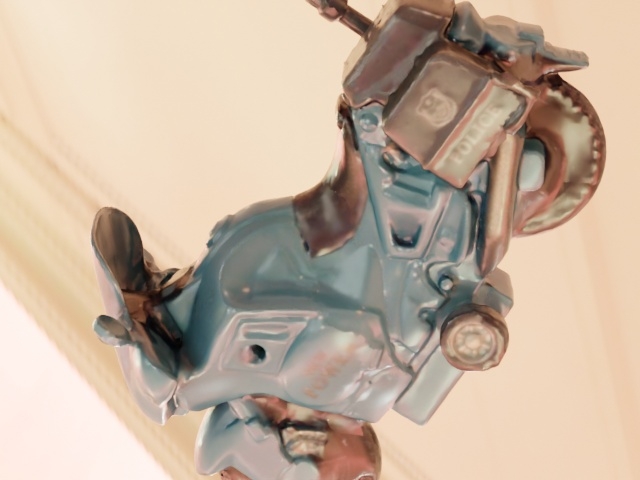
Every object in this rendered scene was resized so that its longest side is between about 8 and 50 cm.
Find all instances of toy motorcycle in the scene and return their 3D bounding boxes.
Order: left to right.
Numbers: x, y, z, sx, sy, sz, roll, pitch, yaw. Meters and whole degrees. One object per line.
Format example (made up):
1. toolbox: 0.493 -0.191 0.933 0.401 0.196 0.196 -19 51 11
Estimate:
1. toy motorcycle: 0.000 0.000 0.821 0.272 0.182 0.123 -55 -170 17
